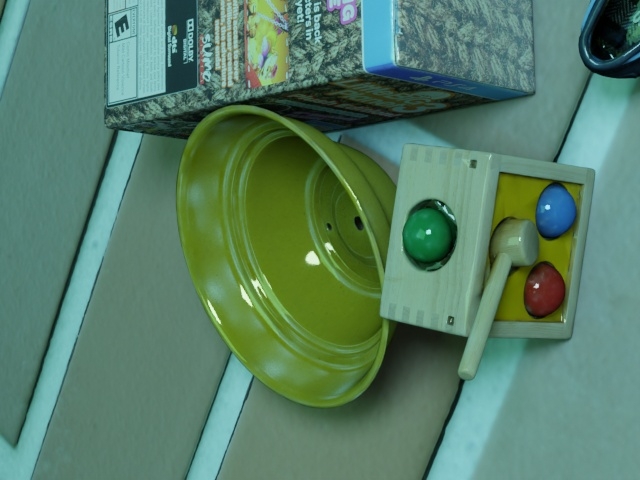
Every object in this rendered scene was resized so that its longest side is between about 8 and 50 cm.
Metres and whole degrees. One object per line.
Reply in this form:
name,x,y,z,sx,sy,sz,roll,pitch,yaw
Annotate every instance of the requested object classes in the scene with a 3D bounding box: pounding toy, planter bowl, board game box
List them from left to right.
board game box,-0.010,-0.202,1.006,0.291,0.141,0.232,-5,83,44
planter bowl,0.000,0.000,0.996,0.217,0.090,0.217,26,127,41
pounding toy,0.103,0.012,0.877,0.100,0.141,0.130,10,94,44

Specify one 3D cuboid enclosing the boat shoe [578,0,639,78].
boat shoe,0.235,-0.189,0.790,0.109,0.089,0.258,34,118,17
